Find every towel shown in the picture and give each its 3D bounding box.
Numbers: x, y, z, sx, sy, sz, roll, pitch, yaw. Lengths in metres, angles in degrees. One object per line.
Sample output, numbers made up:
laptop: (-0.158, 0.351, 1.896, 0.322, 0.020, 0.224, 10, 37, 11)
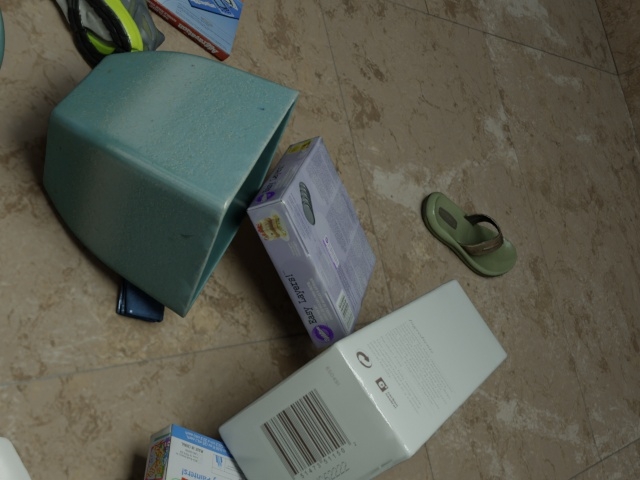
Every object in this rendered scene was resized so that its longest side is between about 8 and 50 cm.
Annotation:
towel: (-0.245, 0.054, 1.079, 0.067, 0.029, 0.119, 21, 59, -39)

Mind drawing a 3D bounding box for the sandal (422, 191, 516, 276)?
sandal: (0.342, -0.011, 1.690, 0.303, 0.086, 0.120, 30, 54, -36)

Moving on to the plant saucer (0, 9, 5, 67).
plant saucer: (-0.522, -0.291, 0.915, 0.318, 0.044, 0.317, 22, 59, -41)

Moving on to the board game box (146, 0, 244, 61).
board game box: (-0.250, -0.432, 1.274, 0.281, 0.027, 0.145, 32, 54, -35)

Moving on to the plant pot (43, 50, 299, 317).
plant pot: (-0.213, -0.101, 1.014, 0.252, 0.247, 0.247, 27, 48, -1)

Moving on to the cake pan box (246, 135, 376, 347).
cake pan box: (0.000, 0.000, 1.218, 0.266, 0.070, 0.245, 64, 27, -24)

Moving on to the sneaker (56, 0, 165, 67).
sneaker: (-0.333, -0.387, 1.125, 0.300, 0.111, 0.121, 65, 31, -13)

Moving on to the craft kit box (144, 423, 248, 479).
craft kit box: (-0.112, 0.384, 0.955, 0.250, 0.061, 0.246, 32, 39, -32)

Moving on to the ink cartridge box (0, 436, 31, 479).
ink cartridge box: (-0.339, 0.401, 0.766, 0.207, 0.119, 0.353, -30, 97, -50)

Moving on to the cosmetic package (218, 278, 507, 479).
cosmetic package: (0.087, 0.215, 1.126, 0.161, 0.230, 0.453, 56, 27, 10)
